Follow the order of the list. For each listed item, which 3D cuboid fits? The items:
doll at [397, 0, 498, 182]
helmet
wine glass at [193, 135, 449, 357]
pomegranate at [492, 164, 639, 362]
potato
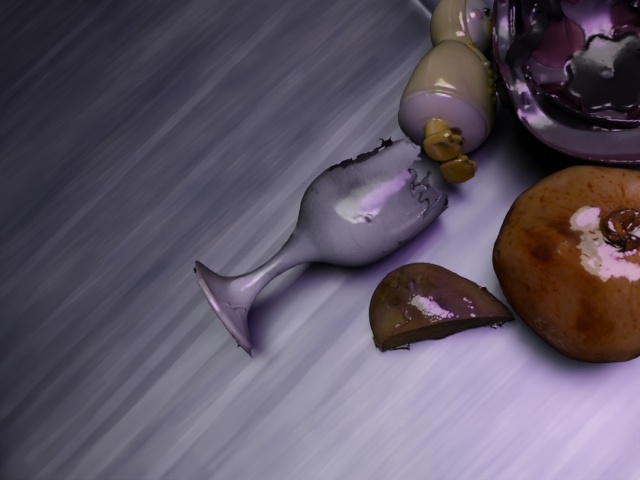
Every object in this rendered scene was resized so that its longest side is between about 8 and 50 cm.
[{"bbox_3d":[0.181,-0.220,0.879,0.117,0.141,0.296,0,64,41],"label":"doll"},{"bbox_3d":[0.343,-0.213,0.807,0.271,0.197,0.338,-14,71,14],"label":"helmet"},{"bbox_3d":[0.000,0.000,0.837,0.321,0.143,0.143,-35,67,-4],"label":"wine glass"},{"bbox_3d":[0.294,0.024,0.724,0.215,0.215,0.215,-4,69,11],"label":"pomegranate"},{"bbox_3d":[0.136,0.064,0.807,0.172,0.089,0.101,-12,66,9],"label":"potato"}]
